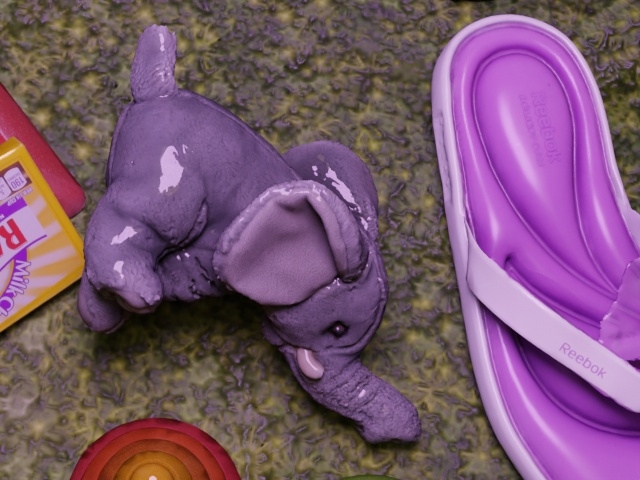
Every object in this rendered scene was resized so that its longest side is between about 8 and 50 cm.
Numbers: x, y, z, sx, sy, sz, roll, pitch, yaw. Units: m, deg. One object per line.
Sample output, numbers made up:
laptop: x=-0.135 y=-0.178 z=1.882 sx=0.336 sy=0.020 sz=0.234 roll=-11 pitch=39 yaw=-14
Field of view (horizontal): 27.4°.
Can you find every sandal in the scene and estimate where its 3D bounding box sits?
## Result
sandal: x=0.174 y=0.027 z=0.893 sx=0.169 sy=0.102 sz=0.416 roll=-18 pitch=75 yaw=-11

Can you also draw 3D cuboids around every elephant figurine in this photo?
elephant figurine: x=-0.024 y=0.005 z=0.855 sx=0.239 sy=0.186 sz=0.169 roll=14 pitch=57 yaw=-1

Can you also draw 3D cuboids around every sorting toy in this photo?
sorting toy: x=0.015 y=0.193 z=0.811 sx=0.365 sy=0.126 sz=0.127 roll=16 pitch=71 yaw=0

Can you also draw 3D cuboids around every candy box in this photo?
candy box: x=-0.256 y=0.032 z=0.856 sx=0.206 sy=0.027 sz=0.105 roll=-36 pitch=121 yaw=-15

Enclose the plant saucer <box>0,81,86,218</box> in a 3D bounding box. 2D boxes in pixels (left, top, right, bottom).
plant saucer: x=-0.338 y=-0.060 z=0.896 sx=0.258 sy=0.048 sz=0.259 roll=-35 pitch=78 yaw=-16
